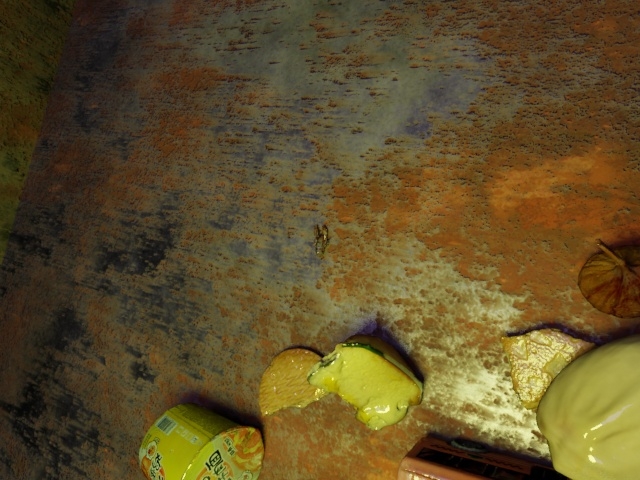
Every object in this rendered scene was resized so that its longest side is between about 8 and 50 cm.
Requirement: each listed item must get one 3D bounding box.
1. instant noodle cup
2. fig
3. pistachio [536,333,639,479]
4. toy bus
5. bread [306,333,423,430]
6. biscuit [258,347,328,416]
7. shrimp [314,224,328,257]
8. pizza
[{"bbox_3d":[-0.298,0.534,1.117,0.200,0.264,0.264,14,86,37],"label":"instant noodle cup"},{"bbox_3d":[0.539,0.056,0.807,0.146,0.201,0.133,-32,56,11],"label":"fig"},{"bbox_3d":[0.515,0.273,0.760,0.332,0.226,0.208,-37,45,-5],"label":"pistachio"},{"bbox_3d":[0.348,0.493,0.790,0.427,0.233,0.203,4,81,29],"label":"toy bus"},{"bbox_3d":[0.098,0.292,1.024,0.174,0.252,0.133,-46,19,13],"label":"bread"},{"bbox_3d":[-0.067,0.346,1.150,0.224,0.033,0.144,-30,65,19],"label":"biscuit"},{"bbox_3d":[0.003,-0.003,1.191,0.038,0.029,0.092,-17,68,24],"label":"shrimp"},{"bbox_3d":[0.428,0.239,0.906,0.161,0.062,0.182,34,101,22],"label":"pizza"}]
